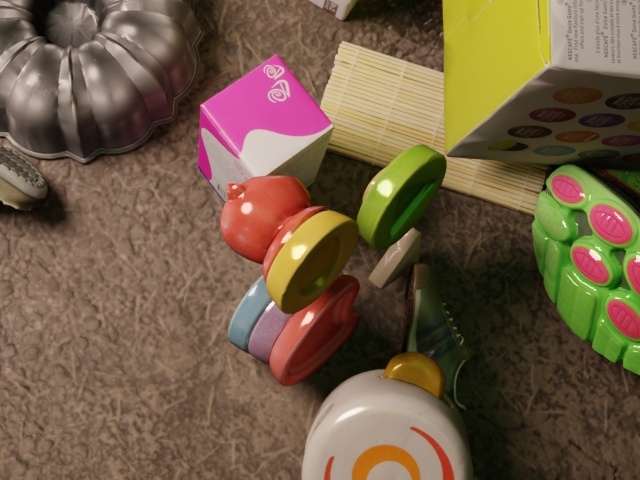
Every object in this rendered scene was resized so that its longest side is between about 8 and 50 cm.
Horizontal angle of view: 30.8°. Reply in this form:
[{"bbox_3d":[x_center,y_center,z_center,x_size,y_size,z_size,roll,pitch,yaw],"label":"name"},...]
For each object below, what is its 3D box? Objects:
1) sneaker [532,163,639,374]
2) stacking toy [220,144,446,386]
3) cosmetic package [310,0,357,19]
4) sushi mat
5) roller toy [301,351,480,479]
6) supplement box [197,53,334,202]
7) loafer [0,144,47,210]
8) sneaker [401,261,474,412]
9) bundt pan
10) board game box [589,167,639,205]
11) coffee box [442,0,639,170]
[{"bbox_3d":[0.465,0.082,1.433,0.483,0.185,0.202,41,37,13],"label":"sneaker"},{"bbox_3d":[0.000,0.000,1.334,0.130,0.309,0.279,38,60,19],"label":"stacking toy"},{"bbox_3d":[0.024,-0.417,1.488,0.151,0.151,0.184,33,75,2],"label":"cosmetic package"},{"bbox_3d":[0.154,-0.147,1.508,0.316,0.019,0.152,17,75,-2],"label":"sushi mat"},{"bbox_3d":[0.076,0.248,1.327,0.191,0.146,0.209,-21,98,7],"label":"roller toy"},{"bbox_3d":[-0.070,-0.110,1.371,0.114,0.220,0.111,-36,84,-13],"label":"supplement box"},{"bbox_3d":[-0.448,-0.086,1.402,0.251,0.094,0.087,23,100,9],"label":"loafer"},{"bbox_3d":[0.145,0.126,1.423,0.086,0.064,0.192,5,83,-5],"label":"sneaker"},{"bbox_3d":[-0.308,-0.270,1.433,0.330,0.124,0.331,2,76,-6],"label":"bundt pan"},{"bbox_3d":[0.366,-0.158,1.512,0.259,0.039,0.124,37,71,-5],"label":"board game box"},{"bbox_3d":[0.343,-0.287,1.343,0.334,0.337,0.338,4,78,-12],"label":"coffee box"}]
